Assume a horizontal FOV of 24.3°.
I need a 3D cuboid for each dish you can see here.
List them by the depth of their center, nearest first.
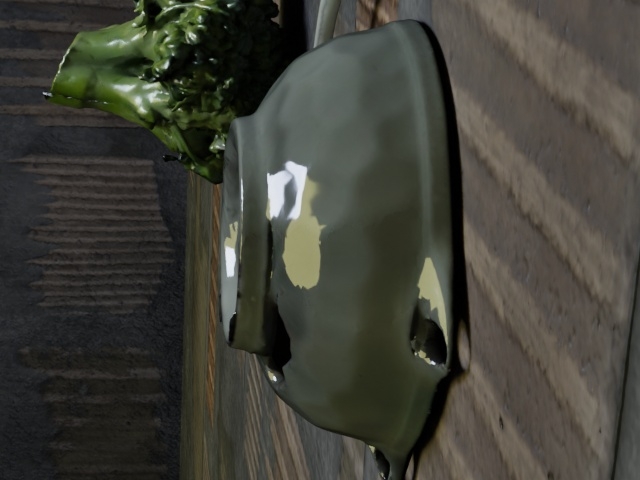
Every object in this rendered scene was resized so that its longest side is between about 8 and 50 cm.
[{"bbox_3d":[0.000,0.000,0.941,0.303,0.120,0.303,-179,90,-82],"label":"dish"}]

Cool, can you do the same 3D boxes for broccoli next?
[{"bbox_3d":[-0.152,-0.186,1.536,0.288,0.245,0.248,108,170,-47],"label":"broccoli"}]

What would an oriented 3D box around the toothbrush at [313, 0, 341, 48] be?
[{"bbox_3d":[0.031,-0.228,1.003,0.418,0.040,0.042,101,168,-51],"label":"toothbrush"}]
